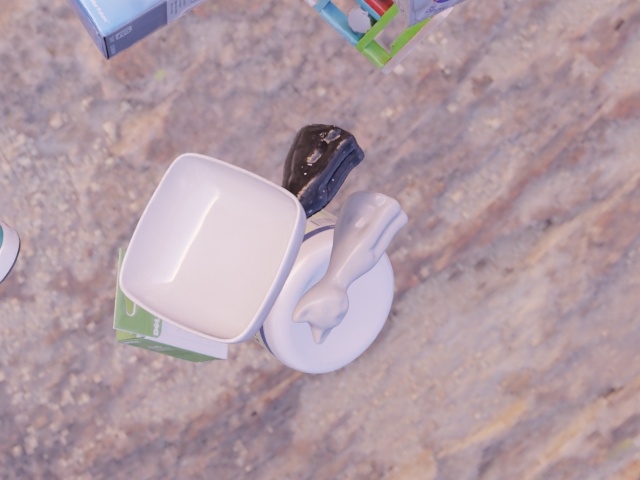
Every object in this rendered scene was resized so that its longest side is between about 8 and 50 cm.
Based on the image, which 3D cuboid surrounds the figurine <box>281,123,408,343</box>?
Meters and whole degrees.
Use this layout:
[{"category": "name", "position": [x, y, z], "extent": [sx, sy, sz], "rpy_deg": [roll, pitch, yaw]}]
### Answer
[{"category": "figurine", "position": [0.000, 0.000, 1.547], "extent": [0.215, 0.092, 0.209], "rpy_deg": [52, 58, -40]}]

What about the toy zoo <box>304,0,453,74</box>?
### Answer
[{"category": "toy zoo", "position": [0.041, -0.395, 1.844], "extent": [0.030, 0.293, 0.192], "rpy_deg": [-52, -173, -31]}]

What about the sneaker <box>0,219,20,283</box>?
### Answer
[{"category": "sneaker", "position": [-0.503, -0.028, 1.447], "extent": [0.178, 0.295, 0.124], "rpy_deg": [37, 71, -43]}]

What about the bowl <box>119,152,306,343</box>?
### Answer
[{"category": "bowl", "position": [-0.085, 0.011, 1.037], "extent": [0.142, 0.142, 0.053], "rpy_deg": [-64, 154, -5]}]

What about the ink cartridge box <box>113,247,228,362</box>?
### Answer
[{"category": "ink cartridge box", "position": [-0.211, 0.089, 1.630], "extent": [0.062, 0.109, 0.209], "rpy_deg": [-9, 160, 38]}]

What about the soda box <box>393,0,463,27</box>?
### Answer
[{"category": "soda box", "position": [0.069, -0.374, 1.292], "extent": [0.098, 0.286, 0.091], "rpy_deg": [-26, 163, -3]}]

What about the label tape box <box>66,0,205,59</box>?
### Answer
[{"category": "label tape box", "position": [-0.178, -0.403, 1.443], "extent": [0.333, 0.240, 0.106], "rpy_deg": [-34, 175, -9]}]

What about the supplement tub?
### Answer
[{"category": "supplement tub", "position": [-0.064, 0.045, 1.959], "extent": [0.235, 0.325, 0.235], "rpy_deg": [-17, 120, -32]}]
